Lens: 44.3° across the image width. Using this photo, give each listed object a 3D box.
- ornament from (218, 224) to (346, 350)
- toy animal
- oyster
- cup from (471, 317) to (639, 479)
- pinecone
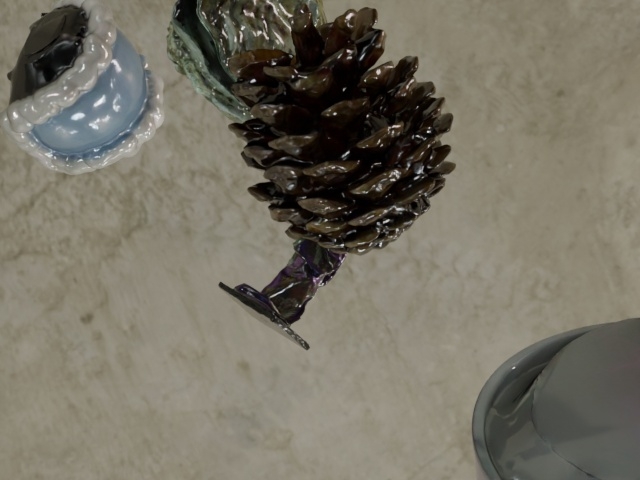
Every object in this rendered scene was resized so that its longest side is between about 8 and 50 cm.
[{"bbox_3d":[0.001,0.006,0.785,0.203,0.088,0.081,-53,147,-18],"label":"ornament"},{"bbox_3d":[-0.295,-0.195,1.015,0.204,0.156,0.208,53,47,-54],"label":"toy animal"},{"bbox_3d":[-0.077,-0.214,0.819,0.198,0.112,0.267,-10,97,-39],"label":"oyster"},{"bbox_3d":[0.237,0.254,0.520,0.253,0.253,0.371,-15,113,-16],"label":"cup"},{"bbox_3d":[0.012,-0.090,0.663,0.184,0.179,0.204,-28,112,35],"label":"pinecone"}]
